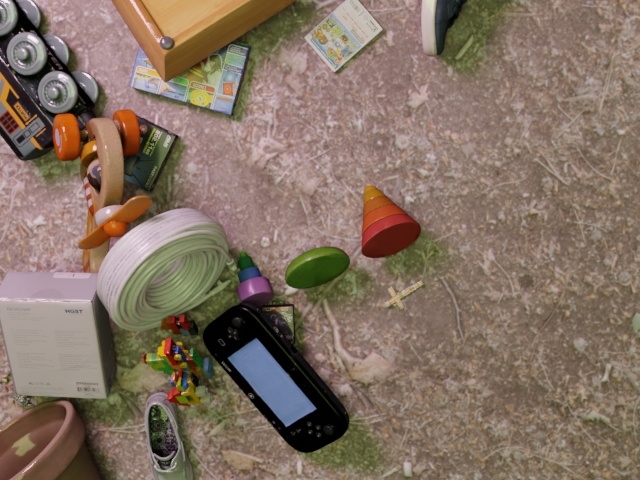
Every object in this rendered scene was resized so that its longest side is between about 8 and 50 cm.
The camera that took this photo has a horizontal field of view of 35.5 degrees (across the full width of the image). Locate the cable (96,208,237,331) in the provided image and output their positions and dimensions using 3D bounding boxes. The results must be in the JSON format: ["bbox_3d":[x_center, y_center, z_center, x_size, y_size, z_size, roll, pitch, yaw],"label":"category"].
[{"bbox_3d":[-0.281,0.050,1.803,0.257,0.257,0.089,-35,63,-19],"label":"cable"}]

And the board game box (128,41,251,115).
[{"bbox_3d":[-0.244,-0.327,1.877,0.201,0.035,0.136,16,96,0],"label":"board game box"}]

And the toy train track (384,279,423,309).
[{"bbox_3d":[0.160,0.102,1.914,0.083,0.014,0.048,-33,94,4],"label":"toy train track"}]

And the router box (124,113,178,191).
[{"bbox_3d":[-0.337,-0.165,1.893,0.092,0.038,0.122,26,95,-1],"label":"router box"}]

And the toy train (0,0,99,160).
[{"bbox_3d":[-0.558,-0.308,1.844,0.190,0.142,0.334,-37,93,14],"label":"toy train"}]

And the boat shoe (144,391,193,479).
[{"bbox_3d":[-0.299,0.409,1.922,0.079,0.081,0.227,-10,94,3],"label":"boat shoe"}]

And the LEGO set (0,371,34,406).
[{"bbox_3d":[-0.593,0.296,1.950,0.083,0.023,0.054,26,96,-1],"label":"LEGO set"}]

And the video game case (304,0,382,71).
[{"bbox_3d":[0.043,-0.388,1.875,0.122,0.011,0.087,-41,93,5],"label":"video game case"}]

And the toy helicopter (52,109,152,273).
[{"bbox_3d":[-0.389,-0.050,1.802,0.140,0.235,0.355,-8,130,-27],"label":"toy helicopter"}]

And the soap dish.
[{"bbox_3d":[-0.223,-0.460,1.800,0.291,0.118,0.229,-33,87,-2],"label":"soap dish"}]

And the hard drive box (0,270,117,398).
[{"bbox_3d":[-0.486,0.177,1.854,0.181,0.089,0.232,2,124,2],"label":"hard drive box"}]

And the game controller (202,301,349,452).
[{"bbox_3d":[-0.086,0.262,1.885,0.166,0.067,0.319,-38,94,32],"label":"game controller"}]

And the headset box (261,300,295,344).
[{"bbox_3d":[-0.081,0.157,1.917,0.062,0.032,0.083,-3,94,2],"label":"headset box"}]

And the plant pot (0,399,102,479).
[{"bbox_3d":[-0.512,0.467,1.874,0.263,0.263,0.229,-31,112,4],"label":"plant pot"}]

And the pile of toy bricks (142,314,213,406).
[{"bbox_3d":[-0.278,0.224,1.864,0.105,0.212,0.118,-6,55,11],"label":"pile of toy bricks"}]

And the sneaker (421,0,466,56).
[{"bbox_3d":[0.273,-0.497,1.797,0.148,0.131,0.350,12,95,5],"label":"sneaker"}]

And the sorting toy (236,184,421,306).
[{"bbox_3d":[0.000,0.000,1.884,0.365,0.127,0.126,-23,65,6],"label":"sorting toy"}]
